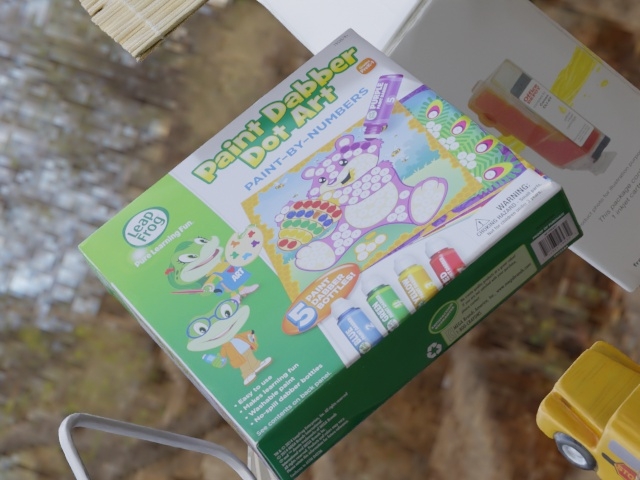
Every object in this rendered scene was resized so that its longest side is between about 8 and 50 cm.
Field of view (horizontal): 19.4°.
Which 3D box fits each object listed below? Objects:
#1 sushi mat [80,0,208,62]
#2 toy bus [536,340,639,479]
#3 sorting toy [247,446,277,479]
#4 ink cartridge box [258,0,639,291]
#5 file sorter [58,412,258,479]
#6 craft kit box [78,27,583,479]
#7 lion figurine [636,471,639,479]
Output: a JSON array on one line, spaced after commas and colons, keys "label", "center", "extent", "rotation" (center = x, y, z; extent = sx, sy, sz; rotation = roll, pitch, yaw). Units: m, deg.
[{"label": "sushi mat", "center": [-0.041, -0.257, 1.336], "extent": [0.316, 0.151, 0.019], "rotation": [-40, -48, 1]}, {"label": "toy bus", "center": [0.365, 0.221, 1.759], "extent": [0.108, 0.332, 0.130], "rotation": [-45, -18, -20]}, {"label": "sorting toy", "center": [-0.034, 0.213, 1.467], "extent": [0.229, 0.041, 0.307], "rotation": [-107, 18, -74]}, {"label": "ink cartridge box", "center": [0.159, -0.151, 1.777], "extent": [0.160, 0.384, 0.279], "rotation": [-52, 32, 7]}, {"label": "file sorter", "center": [-0.150, 0.262, 1.107], "extent": [0.278, 0.173, 0.193], "rotation": [-45, -35, 17]}, {"label": "craft kit box", "center": [0.000, 0.000, 1.224], "extent": [0.250, 0.246, 0.061], "rotation": [-40, -48, -8]}, {"label": "lion figurine", "center": [0.247, 0.321, 1.432], "extent": [0.392, 0.142, 0.240], "rotation": [-51, 34, 11]}]
